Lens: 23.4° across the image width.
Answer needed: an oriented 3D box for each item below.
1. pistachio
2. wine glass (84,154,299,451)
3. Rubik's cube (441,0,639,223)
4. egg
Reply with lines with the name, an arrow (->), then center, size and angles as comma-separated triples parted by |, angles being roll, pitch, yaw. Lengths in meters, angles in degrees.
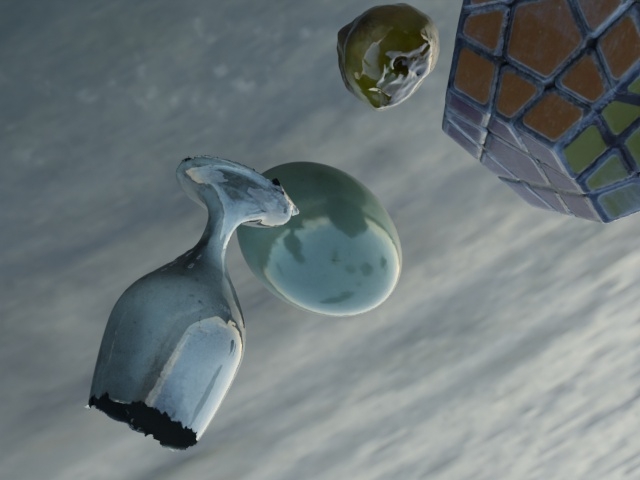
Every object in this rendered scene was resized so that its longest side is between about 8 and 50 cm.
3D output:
pistachio -> 0.071, -0.193, 1.589 | 0.110, 0.100, 0.189 | -32, -176, -1
wine glass -> -0.114, 0.054, 1.360 | 0.126, 0.126, 0.241 | 94, 16, -65
Rubik's cube -> 0.256, -0.172, 1.424 | 0.264, 0.319, 0.319 | 11, 155, 4
egg -> 0.000, 0.000, 1.625 | 0.192, 0.149, 0.149 | 34, 124, -20
